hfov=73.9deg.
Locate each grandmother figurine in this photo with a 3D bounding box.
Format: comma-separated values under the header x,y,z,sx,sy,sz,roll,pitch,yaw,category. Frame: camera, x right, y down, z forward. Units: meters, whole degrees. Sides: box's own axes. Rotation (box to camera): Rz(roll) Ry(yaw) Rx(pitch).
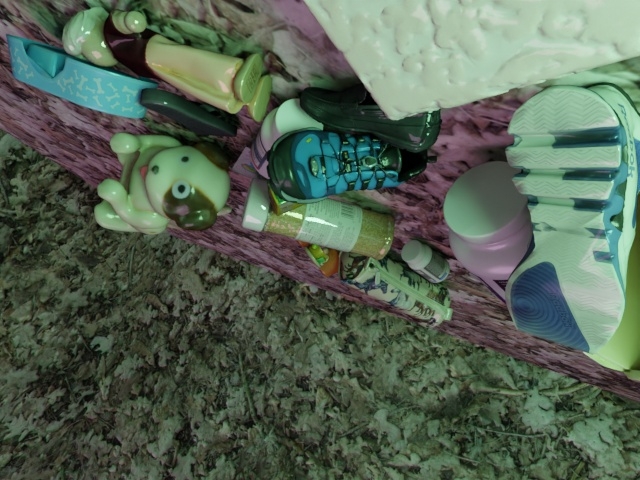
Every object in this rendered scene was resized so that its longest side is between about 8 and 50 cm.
x,y,z,sx,sy,sz,roll,pitch,yaw,category
-0.258,-0.290,0.679,0.342,0.104,0.208,19,166,10,grandmother figurine

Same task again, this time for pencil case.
x,y,z,sx,sy,sz,roll,pitch,yaw,category
0.251,0.148,1.407,0.410,0.160,0.183,29,-174,-24,pencil case

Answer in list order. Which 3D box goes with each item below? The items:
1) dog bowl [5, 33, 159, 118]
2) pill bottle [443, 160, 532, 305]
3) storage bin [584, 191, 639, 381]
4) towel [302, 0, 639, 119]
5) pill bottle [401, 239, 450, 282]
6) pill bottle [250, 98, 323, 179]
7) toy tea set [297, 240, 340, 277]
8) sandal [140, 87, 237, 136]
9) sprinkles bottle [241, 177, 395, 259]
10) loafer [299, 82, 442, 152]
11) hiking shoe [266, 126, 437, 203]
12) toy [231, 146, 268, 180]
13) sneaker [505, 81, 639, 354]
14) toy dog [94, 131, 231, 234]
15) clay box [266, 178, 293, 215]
x,y,z,sx,sy,sz,roll,pitch,yaw,category
-0.449,-0.306,0.803,0.297,0.074,0.166,24,-162,16,dog bowl
0.334,0.009,0.701,0.181,0.182,0.323,7,159,48,pill bottle
0.432,0.028,0.447,0.123,0.260,0.262,16,167,-6,storage bin
0.102,-0.238,0.296,0.331,0.053,0.317,2,145,50,towel
0.289,0.057,1.174,0.137,0.078,0.078,33,163,-34,pill bottle
-0.060,-0.179,0.768,0.108,0.108,0.180,26,166,-14,pill bottle
0.000,0.000,1.422,0.200,0.124,0.336,53,180,20,toy tea set
-0.237,-0.251,0.831,0.097,0.055,0.254,9,-179,16,sandal
-0.004,-0.048,1.020,0.355,0.121,0.121,14,168,-13,sprinkles bottle
0.068,-0.194,0.610,0.223,0.076,0.078,24,132,26,loafer
0.051,-0.126,0.645,0.132,0.113,0.304,-7,-173,41,hiking shoe
-0.122,-0.174,0.989,0.136,0.056,0.237,25,173,-16,toy
0.314,-0.036,0.491,0.127,0.182,0.316,19,131,47,sneaker
-0.398,-0.128,1.160,0.395,0.285,0.408,30,163,-30,toy dog
-0.037,-0.101,0.834,0.222,0.127,0.053,164,82,-83,clay box
